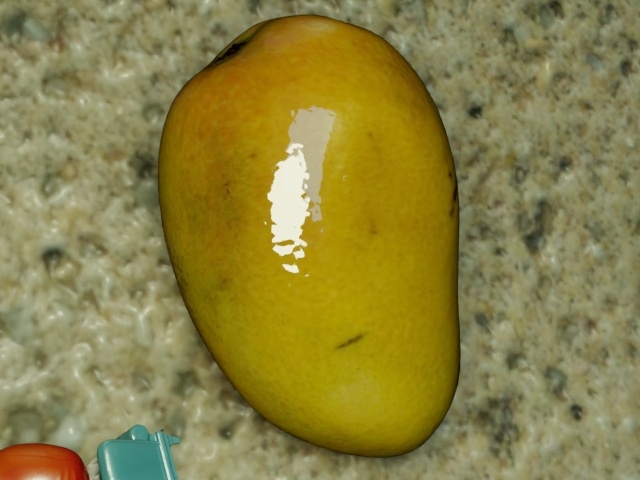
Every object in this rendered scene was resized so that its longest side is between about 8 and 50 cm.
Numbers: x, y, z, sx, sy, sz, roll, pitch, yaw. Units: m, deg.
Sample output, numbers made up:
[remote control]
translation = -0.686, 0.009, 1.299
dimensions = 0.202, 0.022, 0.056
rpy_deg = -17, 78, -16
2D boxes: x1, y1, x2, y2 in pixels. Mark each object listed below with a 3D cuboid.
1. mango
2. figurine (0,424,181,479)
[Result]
[mango]
translation = 0.000, 0.000, 1.306
dimensions = 0.211, 0.173, 0.317
rpy_deg = -14, 88, -31
[figurine]
translation = -0.157, 0.161, 1.232
dimensions = 0.140, 0.075, 0.068
rpy_deg = -4, 73, -25
